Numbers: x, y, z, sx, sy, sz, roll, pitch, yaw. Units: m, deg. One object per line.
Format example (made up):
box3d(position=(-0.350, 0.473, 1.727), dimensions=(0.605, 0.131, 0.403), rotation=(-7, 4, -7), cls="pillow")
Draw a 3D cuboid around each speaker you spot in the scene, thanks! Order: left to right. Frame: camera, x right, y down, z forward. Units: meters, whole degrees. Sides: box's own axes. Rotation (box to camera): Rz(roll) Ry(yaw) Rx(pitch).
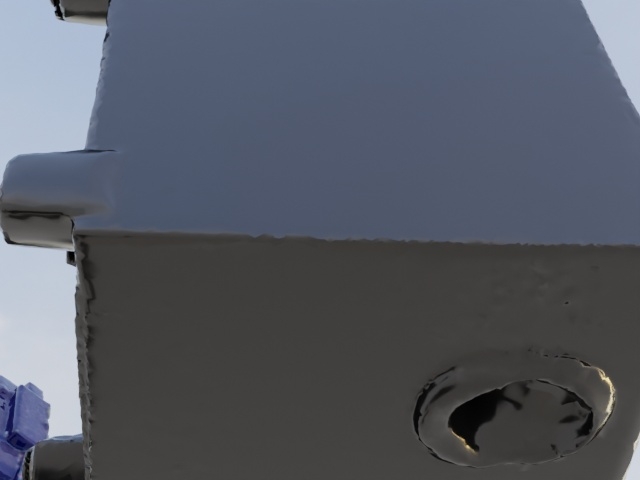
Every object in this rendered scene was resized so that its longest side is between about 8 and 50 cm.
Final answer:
box3d(position=(0.000, 0.000, 0.543), dimensions=(0.254, 0.232, 0.184), rotation=(1, -51, -6), cls="speaker")

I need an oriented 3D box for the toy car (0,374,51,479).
box3d(position=(-0.308, 0.180, 0.846), dimensions=(0.158, 0.172, 0.235), rotation=(41, -82, -20), cls="toy car")
